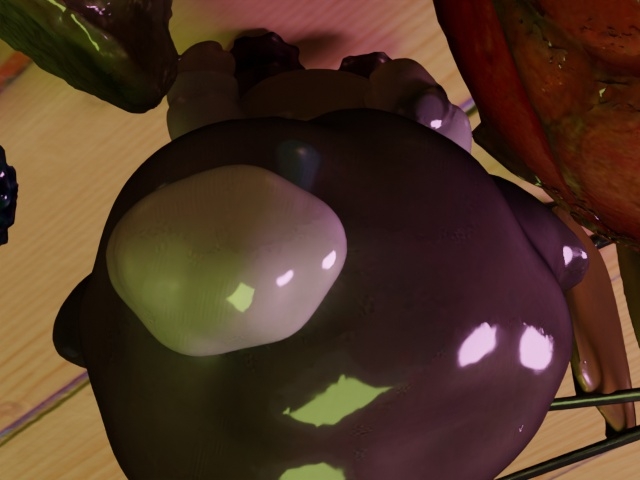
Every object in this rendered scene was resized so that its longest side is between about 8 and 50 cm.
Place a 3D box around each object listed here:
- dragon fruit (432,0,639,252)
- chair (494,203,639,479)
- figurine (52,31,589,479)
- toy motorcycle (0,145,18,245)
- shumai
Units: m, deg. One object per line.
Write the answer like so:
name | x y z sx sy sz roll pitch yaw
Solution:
dragon fruit | 0.195 -0.122 0.727 0.301 0.296 0.295 35 136 -14
chair | 0.176 0.052 1.146 0.246 0.159 0.172 -16 146 17
figurine | 0.009 -0.017 0.814 0.218 0.365 0.206 21 128 -12
toy motorcycle | -0.351 -0.066 0.843 0.237 0.169 0.410 -27 139 21
shumai | -0.127 -0.157 0.784 0.120 0.201 0.201 -52 144 -5
